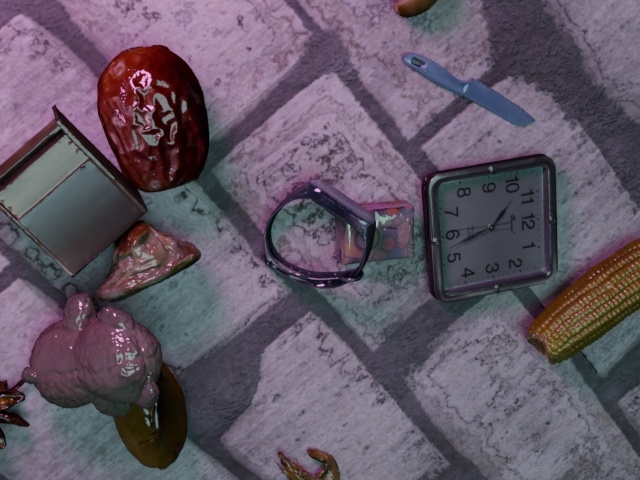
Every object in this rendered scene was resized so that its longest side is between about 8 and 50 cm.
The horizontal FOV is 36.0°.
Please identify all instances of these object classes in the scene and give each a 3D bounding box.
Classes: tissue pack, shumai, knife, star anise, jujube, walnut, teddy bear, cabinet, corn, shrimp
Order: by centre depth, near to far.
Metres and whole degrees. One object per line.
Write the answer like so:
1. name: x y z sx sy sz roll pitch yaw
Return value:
1. jujube: -0.280 -0.207 1.669 0.183 0.183 0.243 -15 100 -11
2. cabinet: -0.439 -0.089 1.679 0.175 0.148 0.215 -42 117 -1
3. teddy bear: -0.390 0.205 1.719 0.267 0.151 0.236 -16 101 29
4. shumai: -0.319 0.028 1.734 0.201 0.201 0.120 -27 93 -7
5. star anise: -0.587 0.302 1.793 0.234 0.073 0.177 -6 92 -12
6. walnut: -0.320 0.318 1.847 0.137 0.137 0.245 -15 109 -11
7. knife: 0.289 -0.290 1.897 0.313 0.019 0.044 24 96 -23
8. tissue pack: 0.105 -0.016 1.902 0.148 0.060 0.108 -5 109 -14
9. shrimp: -0.020 0.469 2.022 0.095 0.045 0.162 -44 111 0
10. corn: 0.583 0.124 2.044 0.344 0.131 0.131 -37 113 -3

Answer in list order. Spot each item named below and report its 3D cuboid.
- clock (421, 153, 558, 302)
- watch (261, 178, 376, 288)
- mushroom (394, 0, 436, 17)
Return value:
1. clock: 0.339 -0.025 1.972 0.279 0.049 0.273 -10 110 -13
2. watch: 0.000 0.000 1.836 0.206 0.068 0.193 34 109 2
3. mushroom: 0.078 -0.525 1.709 0.350 0.128 0.128 38 93 -27
